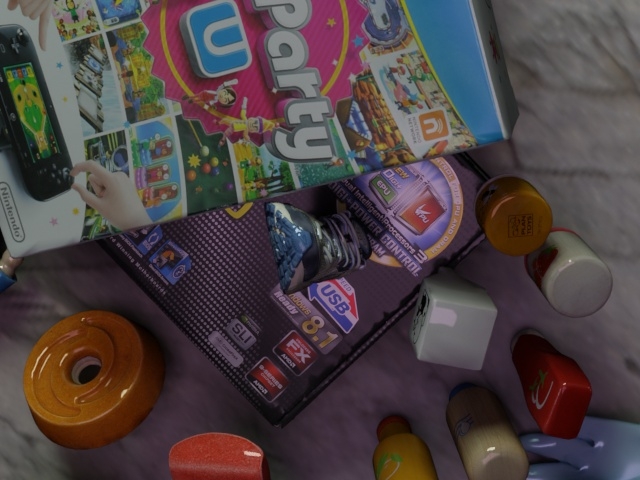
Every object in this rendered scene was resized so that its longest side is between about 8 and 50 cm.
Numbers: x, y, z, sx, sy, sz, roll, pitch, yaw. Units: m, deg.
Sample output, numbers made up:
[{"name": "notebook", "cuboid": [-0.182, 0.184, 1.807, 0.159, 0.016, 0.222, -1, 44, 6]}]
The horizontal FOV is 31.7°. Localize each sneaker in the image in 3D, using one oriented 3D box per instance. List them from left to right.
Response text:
[{"name": "sneaker", "cuboid": [0.000, 0.000, 0.656, 0.058, 0.135, 0.052, -13, 87, -1]}]

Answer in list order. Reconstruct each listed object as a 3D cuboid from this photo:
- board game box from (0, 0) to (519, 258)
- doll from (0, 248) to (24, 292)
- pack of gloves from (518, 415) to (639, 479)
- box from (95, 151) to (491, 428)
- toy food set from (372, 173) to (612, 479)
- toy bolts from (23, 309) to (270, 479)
[{"name": "board game box", "cuboid": [-0.062, -0.135, 0.643, 0.303, 0.097, 0.224, -13, 101, 17]}, {"name": "doll", "cuboid": [-0.272, -0.007, 0.806, 0.129, 0.046, 0.189, 8, 103, 15]}, {"name": "pack of gloves", "cuboid": [0.215, 0.218, 0.710, 0.232, 0.046, 0.195, 5, 95, 34]}, {"name": "box", "cuboid": [-0.041, -0.045, 0.751, 0.216, 0.060, 0.270, -43, 90, 14]}, {"name": "toy food set", "cuboid": [0.104, 0.065, 0.711, 0.111, 0.104, 0.232, 9, 109, -9]}, {"name": "toy bolts", "cuboid": [-0.114, 0.181, 0.789, 0.228, 0.158, 0.218, 6, 59, 19]}]
